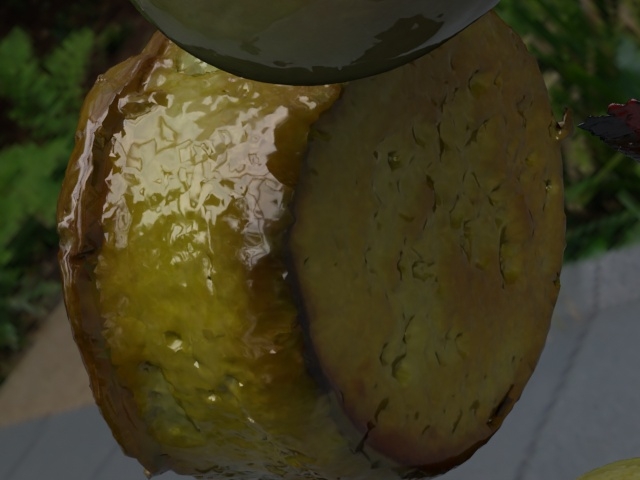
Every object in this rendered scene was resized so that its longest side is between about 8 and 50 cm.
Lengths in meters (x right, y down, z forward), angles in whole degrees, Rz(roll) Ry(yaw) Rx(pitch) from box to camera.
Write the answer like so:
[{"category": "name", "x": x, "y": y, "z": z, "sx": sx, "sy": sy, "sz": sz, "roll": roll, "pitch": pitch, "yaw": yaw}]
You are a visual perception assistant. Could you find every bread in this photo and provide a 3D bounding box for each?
[{"category": "bread", "x": 0.000, "y": 0.000, "z": 1.262, "sx": 0.215, "sy": 0.398, "sz": 0.398, "roll": 4, "pitch": 52, "yaw": 38}]

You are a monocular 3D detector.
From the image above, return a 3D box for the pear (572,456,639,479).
[{"category": "pear", "x": 0.290, "y": 0.319, "z": 1.429, "sx": 0.309, "sy": 0.309, "sz": 0.309, "roll": -42, "pitch": 21, "yaw": 20}]

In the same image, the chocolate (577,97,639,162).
[{"category": "chocolate", "x": 0.201, "y": -0.038, "z": 0.867, "sx": 0.086, "sy": 0.182, "sz": 0.028, "roll": -15, "pitch": 68, "yaw": 38}]

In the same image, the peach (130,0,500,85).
[{"category": "peach", "x": 0.019, "y": -0.216, "z": 0.902, "sx": 0.292, "sy": 0.247, "sz": 0.292, "roll": -29, "pitch": 0, "yaw": 0}]
